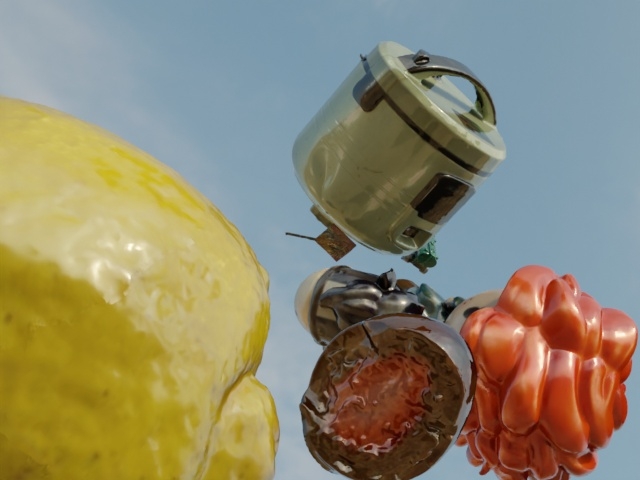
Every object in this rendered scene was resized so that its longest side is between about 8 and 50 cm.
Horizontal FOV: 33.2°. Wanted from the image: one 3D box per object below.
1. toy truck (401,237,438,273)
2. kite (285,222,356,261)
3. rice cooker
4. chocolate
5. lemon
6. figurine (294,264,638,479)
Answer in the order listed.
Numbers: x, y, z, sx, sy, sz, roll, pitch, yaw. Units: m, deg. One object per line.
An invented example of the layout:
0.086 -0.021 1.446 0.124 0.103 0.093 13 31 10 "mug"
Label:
0.135 0.007 1.439 0.039 0.083 0.044 35 -59 -23 "toy truck"
0.002 -0.005 1.160 0.078 0.002 0.044 28 -53 7 "kite"
0.103 -0.115 1.317 0.226 0.226 0.244 35 -72 -17 "rice cooker"
0.060 0.116 0.814 0.133 0.127 0.124 -21 -68 31 "chocolate"
-0.183 0.055 0.544 0.316 0.285 0.285 8 -44 -22 "lemon"
0.157 0.125 1.207 0.411 0.241 0.306 20 -20 36 "figurine"
